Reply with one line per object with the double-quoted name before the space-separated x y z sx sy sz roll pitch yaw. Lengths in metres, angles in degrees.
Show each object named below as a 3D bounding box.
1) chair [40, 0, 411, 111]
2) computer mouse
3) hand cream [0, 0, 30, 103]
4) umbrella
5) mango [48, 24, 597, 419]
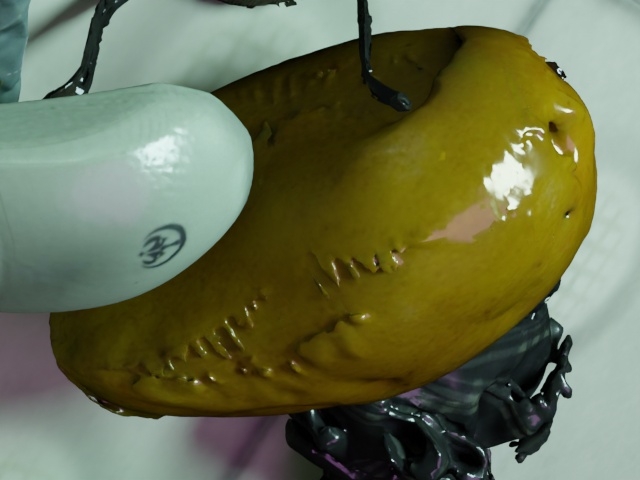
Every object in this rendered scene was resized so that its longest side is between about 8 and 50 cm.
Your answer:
"chair" -0.016 -0.154 0.753 0.213 0.149 0.174 -66 157 -50
"computer mouse" -0.113 -0.011 0.695 0.181 0.056 0.089 -2 131 -9
"hand cream" -0.141 -0.086 0.696 0.052 0.075 0.248 -59 170 -51
"umbrella" 0.036 0.128 0.977 0.154 0.128 0.337 -9 128 -37
"mango" 0.000 0.000 0.795 0.248 0.156 0.151 -21 97 9
